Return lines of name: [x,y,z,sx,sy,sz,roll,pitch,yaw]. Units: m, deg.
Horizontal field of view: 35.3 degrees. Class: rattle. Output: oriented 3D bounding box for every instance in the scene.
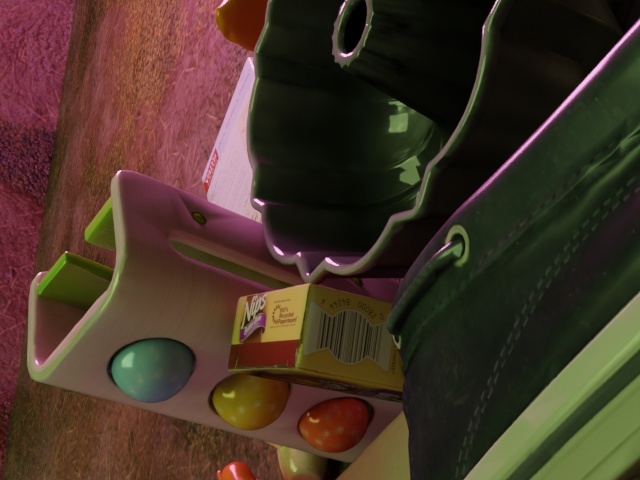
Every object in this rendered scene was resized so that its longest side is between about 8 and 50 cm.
rattle: [-0.070,-0.227,1.059,0.200,0.142,0.130,-127,33,-50]

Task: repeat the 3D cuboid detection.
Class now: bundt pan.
bundt pan: [0.073,-0.126,0.657,0.331,0.124,0.331,-34,51,57]

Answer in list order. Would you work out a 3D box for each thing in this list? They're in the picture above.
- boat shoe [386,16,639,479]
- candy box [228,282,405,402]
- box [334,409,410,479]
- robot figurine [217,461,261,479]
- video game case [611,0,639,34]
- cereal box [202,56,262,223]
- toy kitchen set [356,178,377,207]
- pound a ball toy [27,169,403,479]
boat shoe: [0.177,-0.064,0.318,0.500,0.186,0.156,-55,42,32]
candy box: [0.050,0.073,0.622,0.109,0.186,0.053,-16,64,64]
box: [0.090,0.184,0.567,0.232,0.126,0.149,-55,35,42]
robot figurine: [-0.056,0.284,0.845,0.128,0.158,0.219,-45,27,-5]
video game case: [0.198,-0.157,0.584,0.285,0.025,0.204,43,121,62]
cereal box: [-0.065,-0.067,1.088,0.173,0.047,0.240,-64,29,30]
toy kitchen set: [0.000,0.000,0.888,0.207,0.122,0.166,-40,42,27]
pound a ball toy: [-0.063,0.108,0.755,0.208,0.319,0.136,-45,39,28]
